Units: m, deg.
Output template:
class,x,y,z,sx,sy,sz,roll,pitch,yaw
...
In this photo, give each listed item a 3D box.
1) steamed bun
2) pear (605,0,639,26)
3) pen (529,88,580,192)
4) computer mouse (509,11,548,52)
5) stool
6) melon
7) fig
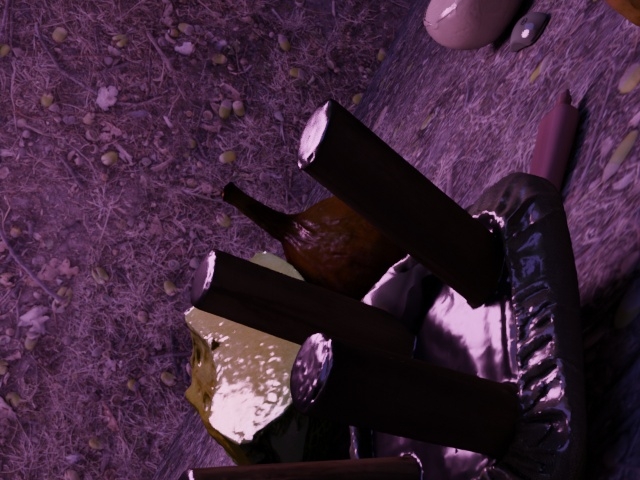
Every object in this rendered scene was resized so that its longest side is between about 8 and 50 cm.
class,x,y,z,sx,sy,sz,roll,pitch,yaw
steamed bun,0.285,-0.427,1.756,0.228,0.130,0.177,-60,18,-15
pear,0.317,-0.291,0.779,0.271,0.271,0.271,-57,8,13
pen,0.256,-0.101,1.112,0.053,0.032,0.197,-50,15,53
computer mouse,0.313,-0.324,1.563,0.056,0.032,0.110,-59,8,-8
stool,0.034,0.097,0.810,0.310,0.226,0.310,-50,28,43
melon,-0.075,0.208,1.324,0.343,0.226,0.331,37,112,56
fig,0.009,-0.004,1.453,0.191,0.290,0.191,-57,-19,-32
